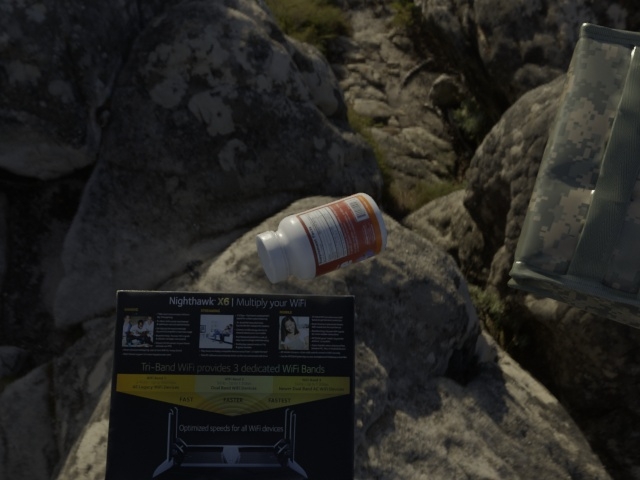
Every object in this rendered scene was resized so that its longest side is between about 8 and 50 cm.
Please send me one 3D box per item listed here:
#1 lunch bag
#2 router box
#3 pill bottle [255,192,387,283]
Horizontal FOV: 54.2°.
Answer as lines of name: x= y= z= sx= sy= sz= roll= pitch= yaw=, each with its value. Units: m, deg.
lunch bag: x=0.333 y=-0.028 z=0.537 sx=0.287 sy=0.169 sz=0.235 roll=17 pitch=87 yaw=17
router box: x=-0.111 y=0.190 z=0.817 sx=0.309 sy=0.081 sz=0.242 roll=2 pitch=82 yaw=-3
pill bottle: x=0.000 y=0.000 z=1.128 sx=0.216 sy=0.121 sz=0.121 roll=-19 pitch=64 yaw=-16
